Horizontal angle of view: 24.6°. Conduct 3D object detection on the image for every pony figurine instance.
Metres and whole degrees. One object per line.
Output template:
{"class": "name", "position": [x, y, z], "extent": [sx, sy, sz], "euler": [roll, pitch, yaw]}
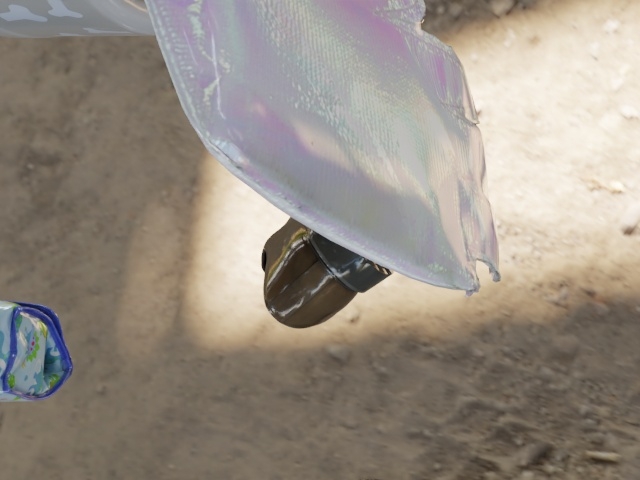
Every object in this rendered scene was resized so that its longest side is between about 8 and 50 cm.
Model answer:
{"class": "pony figurine", "position": [-0.047, -0.170, 0.425], "extent": [0.363, 0.351, 0.303], "euler": [-50, 52, 26]}

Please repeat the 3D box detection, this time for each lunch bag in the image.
{"class": "lunch bag", "position": [-0.299, 0.097, 1.288], "extent": [0.128, 0.151, 0.096], "euler": [5, 77, 11]}

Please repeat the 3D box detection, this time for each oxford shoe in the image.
{"class": "oxford shoe", "position": [0.000, 0.000, 0.994], "extent": [0.096, 0.227, 0.083], "euler": [-41, 92, 16]}

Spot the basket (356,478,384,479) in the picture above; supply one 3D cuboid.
{"class": "basket", "position": [0.024, 0.290, 1.261], "extent": [0.154, 0.227, 0.204], "euler": [-32, 67, 10]}

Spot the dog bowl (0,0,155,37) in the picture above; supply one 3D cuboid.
{"class": "dog bowl", "position": [-0.097, -0.270, 0.786], "extent": [0.102, 0.349, 0.349], "euler": [18, 86, 24]}
